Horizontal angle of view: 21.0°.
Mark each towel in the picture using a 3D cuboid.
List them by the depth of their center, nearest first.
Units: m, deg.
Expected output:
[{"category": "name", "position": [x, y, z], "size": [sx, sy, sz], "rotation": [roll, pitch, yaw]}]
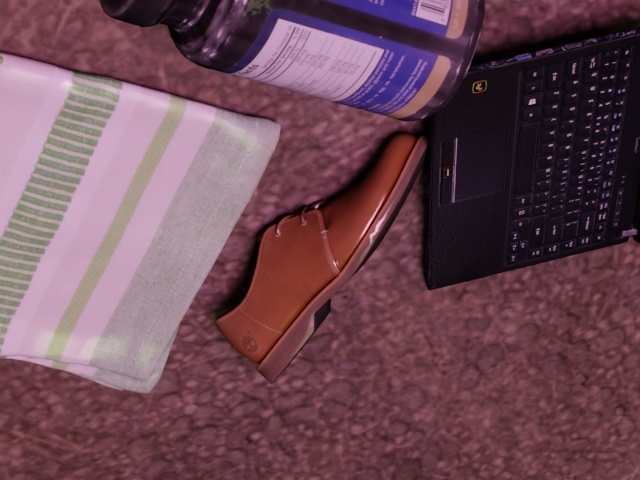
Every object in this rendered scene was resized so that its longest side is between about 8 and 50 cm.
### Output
[{"category": "towel", "position": [-0.218, -0.013, 1.164], "size": [0.324, 0.038, 0.248], "rotation": [13, 122, -27]}]

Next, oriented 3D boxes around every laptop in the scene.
[{"category": "laptop", "position": [0.219, -0.021, 1.216], "size": [0.264, 0.137, 0.234], "rotation": [-13, 141, -9]}]

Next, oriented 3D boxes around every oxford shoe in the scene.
[{"category": "oxford shoe", "position": [0.000, 0.000, 1.234], "size": [0.076, 0.076, 0.212], "rotation": [39, 100, 4]}]

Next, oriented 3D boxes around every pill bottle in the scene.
[{"category": "pill bottle", "position": [-0.018, -0.155, 1.061], "size": [0.219, 0.123, 0.123], "rotation": [13, 122, -27]}]
